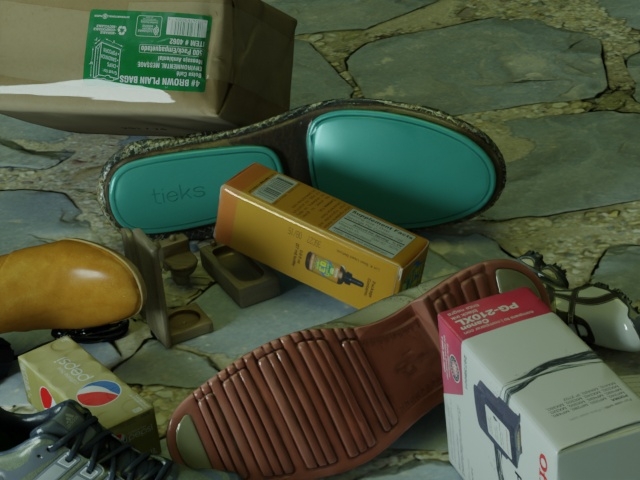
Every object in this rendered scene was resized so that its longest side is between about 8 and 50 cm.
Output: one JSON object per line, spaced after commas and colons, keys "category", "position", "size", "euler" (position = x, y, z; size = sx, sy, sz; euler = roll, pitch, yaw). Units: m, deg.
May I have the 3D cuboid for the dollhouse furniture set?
{"category": "dollhouse furniture set", "position": [-0.136, 0.013, 1.929], "size": [0.151, 0.123, 0.144], "euler": [-18, 32, -20]}

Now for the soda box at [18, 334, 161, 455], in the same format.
{"category": "soda box", "position": [-0.234, 0.164, 1.751], "size": [0.061, 0.058, 0.181], "euler": [-24, 34, -28]}

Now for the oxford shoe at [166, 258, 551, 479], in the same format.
{"category": "oxford shoe", "position": [0.033, 0.138, 1.713], "size": [0.397, 0.140, 0.146], "euler": [-20, 1, -13]}

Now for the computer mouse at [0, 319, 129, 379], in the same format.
{"category": "computer mouse", "position": [-0.324, 0.112, 1.879], "size": [0.242, 0.041, 0.071], "euler": [-18, 31, -20]}

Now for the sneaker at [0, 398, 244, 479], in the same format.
{"category": "sneaker", "position": [-0.208, 0.214, 1.592], "size": [0.300, 0.121, 0.111], "euler": [4, 31, 18]}

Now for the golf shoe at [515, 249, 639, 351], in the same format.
{"category": "golf shoe", "position": [0.254, 0.084, 1.793], "size": [0.094, 0.077, 0.198], "euler": [-39, 36, -22]}

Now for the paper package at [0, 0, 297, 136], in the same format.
{"category": "paper package", "position": [-0.223, -0.222, 2.198], "size": [0.325, 0.168, 0.309], "euler": [4, -1, 17]}

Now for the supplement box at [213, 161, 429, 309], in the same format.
{"category": "supplement box", "position": [0.000, 0.000, 1.920], "size": [0.233, 0.078, 0.080], "euler": [27, 36, 21]}

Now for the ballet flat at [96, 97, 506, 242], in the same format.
{"category": "ballet flat", "position": [-0.022, -0.090, 2.077], "size": [0.483, 0.164, 0.182], "euler": [-5, 14, 7]}

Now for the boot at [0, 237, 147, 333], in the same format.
{"category": "boot", "position": [-0.348, 0.079, 1.805], "size": [0.295, 0.104, 0.211], "euler": [3, 24, 32]}

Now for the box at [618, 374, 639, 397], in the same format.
{"category": "box", "position": [0.401, 0.159, 1.626], "size": [0.324, 0.063, 0.067], "euler": [-5, 28, 2]}

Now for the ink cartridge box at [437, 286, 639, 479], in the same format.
{"category": "ink cartridge box", "position": [0.198, 0.176, 1.526], "size": [0.100, 0.172, 0.237], "euler": [-16, 31, -15]}
